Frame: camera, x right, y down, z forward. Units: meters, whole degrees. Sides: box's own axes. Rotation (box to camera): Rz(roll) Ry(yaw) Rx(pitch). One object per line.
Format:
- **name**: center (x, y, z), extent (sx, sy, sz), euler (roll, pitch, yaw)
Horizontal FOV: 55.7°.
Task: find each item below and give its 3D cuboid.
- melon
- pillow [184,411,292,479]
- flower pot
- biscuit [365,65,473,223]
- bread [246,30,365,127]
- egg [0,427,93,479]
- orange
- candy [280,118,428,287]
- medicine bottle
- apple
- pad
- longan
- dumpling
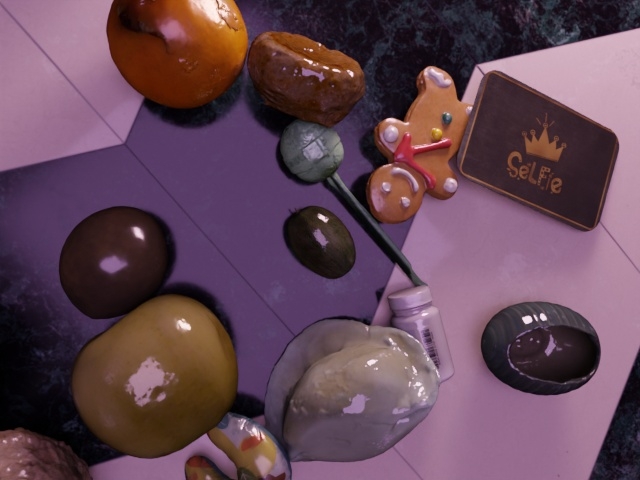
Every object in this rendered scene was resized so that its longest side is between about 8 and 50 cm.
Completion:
- **melon**: center (0.000, 0.000, 1.189), extent (0.114, 0.114, 0.167), euler (-38, 99, -6)
- **pillow**: center (-0.159, 0.451, 1.159), extent (0.214, 0.086, 0.233), euler (34, 111, 17)
- **flower pot**: center (0.448, 0.219, 1.239), extent (0.243, 0.157, 0.189), euler (9, 88, -8)
- **biscuit**: center (0.209, -0.177, 1.210), extent (0.216, 0.047, 0.339), euler (42, 71, -12)
- **bread**: center (-0.027, -0.300, 1.131), extent (0.230, 0.230, 0.122), euler (19, 116, -8)
- **egg**: center (-0.532, 0.477, 1.049), extent (0.279, 0.279, 0.310), euler (-5, 112, -9)
- **orange**: center (-0.252, -0.361, 1.082), extent (0.246, 0.246, 0.246), euler (0, 91, -9)
- **candy**: center (0.078, -0.062, 1.221), extent (0.119, 0.119, 0.440), euler (-41, 105, -6)
- **medicine bottle**: center (0.201, 0.193, 1.228), extent (0.103, 0.103, 0.186), euler (-16, 94, -8)
- **apple**: center (-0.289, 0.243, 1.080), extent (0.292, 0.292, 0.254), euler (-35, 87, -7)
- **pad**: center (0.466, -0.155, 1.246), extent (0.376, 0.063, 0.314), euler (20, 83, -16)
- **longan**: center (-0.375, 0.039, 1.099), extent (0.198, 0.198, 0.212), euler (41, 87, -7)
- **dumpling**: center (0.054, 0.297, 1.155), extent (0.321, 0.212, 0.269), euler (-6, 93, -9)
